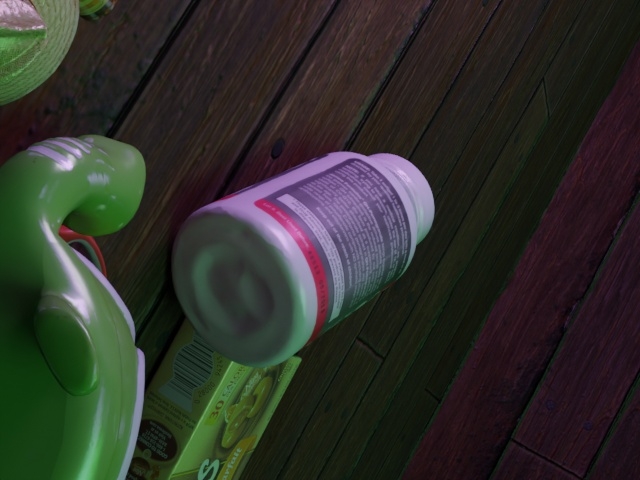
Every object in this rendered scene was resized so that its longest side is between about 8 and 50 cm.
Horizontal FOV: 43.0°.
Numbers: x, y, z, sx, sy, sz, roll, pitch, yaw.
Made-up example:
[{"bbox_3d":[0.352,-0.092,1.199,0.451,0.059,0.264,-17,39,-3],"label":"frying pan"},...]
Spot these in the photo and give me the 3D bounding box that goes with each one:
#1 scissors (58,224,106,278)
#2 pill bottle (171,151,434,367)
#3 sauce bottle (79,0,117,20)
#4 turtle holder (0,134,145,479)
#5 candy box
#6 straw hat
[{"bbox_3d":[-0.235,-0.030,0.630,0.109,0.021,0.297,-34,141,-31],"label":"scissors"},{"bbox_3d":[0.000,0.000,0.919,0.318,0.176,0.176,-29,139,-49],"label":"pill bottle"},{"bbox_3d":[-0.185,-0.196,0.538,0.042,0.042,0.128,-60,150,-5],"label":"sauce bottle"},{"bbox_3d":[-0.235,0.084,0.541,0.227,0.243,0.321,80,3,-76],"label":"turtle holder"},{"bbox_3d":[-0.158,0.252,0.966,0.317,0.087,0.183,-61,155,-2],"label":"candy box"},{"bbox_3d":[-0.204,-0.125,0.495,0.144,0.061,0.145,-26,138,-26],"label":"straw hat"}]
